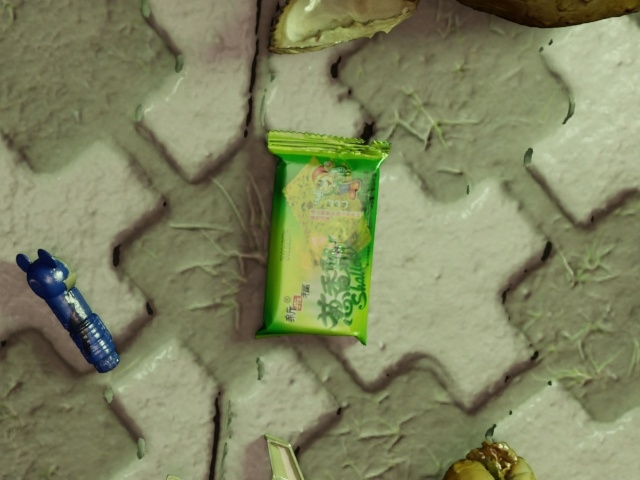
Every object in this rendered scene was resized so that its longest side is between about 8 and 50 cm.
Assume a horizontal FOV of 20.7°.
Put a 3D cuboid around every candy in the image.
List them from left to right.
[{"bbox_3d":[0.000,0.000,1.451,0.102,0.032,0.178,4,100,-6],"label":"candy"}]

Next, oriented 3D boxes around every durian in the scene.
[{"bbox_3d":[0.014,-0.182,1.403,0.130,0.066,0.052,-18,102,-11],"label":"durian"}]

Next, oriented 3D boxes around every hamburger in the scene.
[{"bbox_3d":[0.143,0.249,1.449,0.083,0.138,0.147,-3,59,-10],"label":"hamburger"}]

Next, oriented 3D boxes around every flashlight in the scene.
[{"bbox_3d":[-0.203,0.055,1.443,0.035,0.057,0.121,-45,111,-35],"label":"flashlight"}]

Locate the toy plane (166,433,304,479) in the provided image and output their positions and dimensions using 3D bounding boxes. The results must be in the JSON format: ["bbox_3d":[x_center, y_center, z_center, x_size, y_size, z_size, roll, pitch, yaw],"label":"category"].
[{"bbox_3d":[-0.035,0.290,1.473,0.244,0.092,0.229,21,84,-5],"label":"toy plane"}]

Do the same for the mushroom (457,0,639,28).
[{"bbox_3d":[0.203,-0.318,1.324,0.345,0.239,0.345,5,122,9],"label":"mushroom"}]
